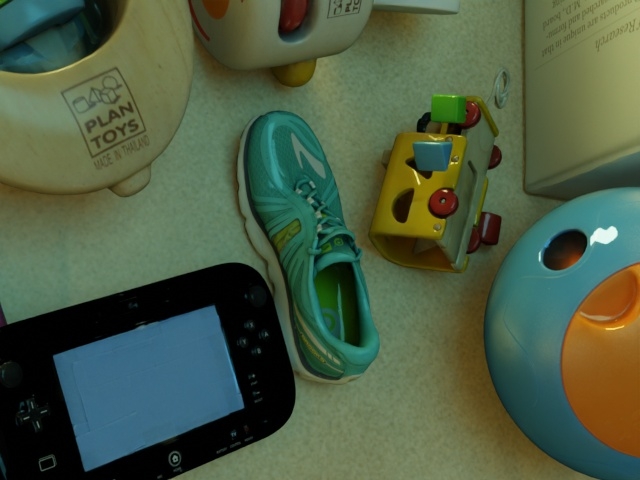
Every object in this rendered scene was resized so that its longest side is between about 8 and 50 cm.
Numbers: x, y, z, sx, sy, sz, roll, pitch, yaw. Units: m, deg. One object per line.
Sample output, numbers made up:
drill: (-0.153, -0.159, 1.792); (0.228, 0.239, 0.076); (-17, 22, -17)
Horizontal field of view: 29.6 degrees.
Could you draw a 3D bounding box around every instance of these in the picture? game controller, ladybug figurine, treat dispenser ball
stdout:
game controller: (-0.152, 0.125, 1.051); (0.319, 0.067, 0.166); (-16, 82, -43)
ladybug figurine: (-0.290, -0.225, 1.059); (0.305, 0.162, 0.449); (-30, 90, -28)
treat dispenser ball: (0.304, 0.091, 1.180); (0.288, 0.288, 0.288); (6, 75, -23)

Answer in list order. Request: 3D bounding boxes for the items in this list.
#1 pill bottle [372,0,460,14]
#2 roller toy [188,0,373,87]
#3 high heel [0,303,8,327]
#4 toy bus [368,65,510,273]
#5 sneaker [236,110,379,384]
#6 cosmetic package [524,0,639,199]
pill bottle: (0.093, -0.399, 1.234); (0.181, 0.181, 0.323); (1, 98, -24)
roller toy: (-0.039, -0.264, 1.164); (0.146, 0.191, 0.209); (-14, 84, -26)
high heel: (-0.324, 0.060, 1.022); (0.244, 0.082, 0.117); (52, 54, -19)
toy bus: (0.115, -0.069, 1.236); (0.202, 0.104, 0.191); (-36, 127, -57)
sneaker: (0.000, 0.000, 1.164); (0.107, 0.110, 0.275); (-14, 83, -26)
cosmetic package: (0.439, -0.248, 1.300); (0.329, 0.327, 0.394); (7, 76, -22)
